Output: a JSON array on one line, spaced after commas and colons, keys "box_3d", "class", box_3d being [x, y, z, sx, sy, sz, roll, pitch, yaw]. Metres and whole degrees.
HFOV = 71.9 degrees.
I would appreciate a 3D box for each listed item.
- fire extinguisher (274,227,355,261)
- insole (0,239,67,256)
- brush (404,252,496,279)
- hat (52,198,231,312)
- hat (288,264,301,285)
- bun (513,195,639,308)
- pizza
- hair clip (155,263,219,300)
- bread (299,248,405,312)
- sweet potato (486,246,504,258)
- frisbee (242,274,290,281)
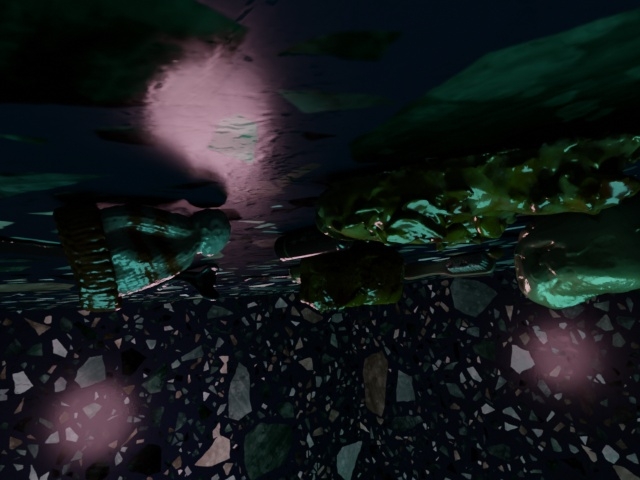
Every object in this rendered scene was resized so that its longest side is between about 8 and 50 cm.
[{"box_3d": [0.000, 0.000, 0.661, 0.158, 0.043, 0.064, -12, -161, 39], "class": "fire extinguisher"}, {"box_3d": [-0.412, 0.009, 0.584, 0.109, 0.007, 0.322, -7, 172, 25], "class": "insole"}, {"box_3d": [0.390, 0.083, 1.415, 0.327, 0.070, 0.065, -11, 152, 43], "class": "brush"}, {"box_3d": [-0.168, 0.001, 0.450, 0.162, 0.112, 0.093, -13, -157, -24], "class": "hat"}, {"box_3d": [-0.047, 0.098, 1.238, 0.077, 0.059, 0.076, -7, 168, 44], "class": "hat"}, {"box_3d": [0.397, 0.008, 0.673, 0.229, 0.145, 0.229, -38, 180, 0], "class": "bun"}, {"box_3d": [0.164, -0.032, 0.466, 0.288, 0.074, 0.251, -7, 174, 21], "class": "pizza"}, {"box_3d": [-0.335, 0.100, 1.092, 0.048, 0.083, 0.275, -4, -179, -45], "class": "hair clip"}, {"box_3d": [0.078, 0.087, 0.982, 0.271, 0.139, 0.077, 3, 178, -36], "class": "bread"}, {"box_3d": [0.485, 0.034, 1.218, 0.034, 0.034, 0.095, -13, 172, 42], "class": "sweet potato"}, {"box_3d": [-0.175, 0.134, 1.544, 0.211, 0.012, 0.187, -4, 172, -18], "class": "frisbee"}]
